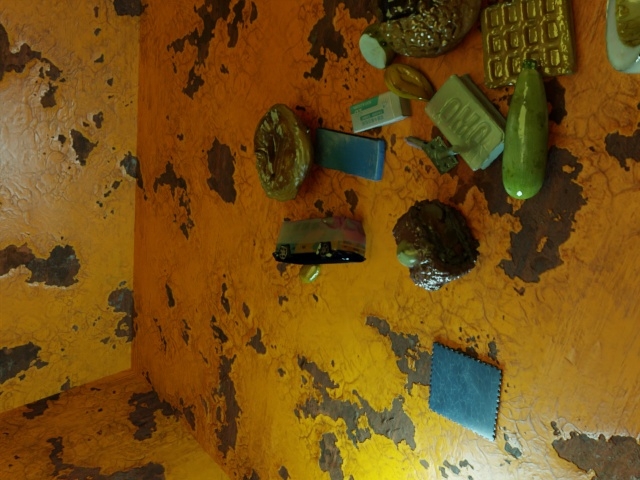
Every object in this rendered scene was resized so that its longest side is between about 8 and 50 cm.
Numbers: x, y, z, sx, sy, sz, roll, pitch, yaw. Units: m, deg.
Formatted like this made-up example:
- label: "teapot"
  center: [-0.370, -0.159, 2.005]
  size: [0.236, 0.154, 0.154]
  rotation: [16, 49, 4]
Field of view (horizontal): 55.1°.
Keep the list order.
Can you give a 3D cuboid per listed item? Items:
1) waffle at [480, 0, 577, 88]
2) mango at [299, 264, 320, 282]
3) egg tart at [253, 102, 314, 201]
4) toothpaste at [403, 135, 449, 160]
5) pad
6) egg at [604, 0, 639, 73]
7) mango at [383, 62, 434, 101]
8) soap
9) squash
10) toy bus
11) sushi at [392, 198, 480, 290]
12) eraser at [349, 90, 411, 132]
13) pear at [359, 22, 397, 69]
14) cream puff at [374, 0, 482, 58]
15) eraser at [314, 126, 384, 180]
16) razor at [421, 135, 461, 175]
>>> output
- label: "waffle"
  center: [0.543, -0.528, 1.611]
  size: [0.248, 0.055, 0.220]
  rotation: [2, 102, 47]
- label: "mango"
  center: [-0.042, 0.123, 2.436]
  size: [0.114, 0.057, 0.078]
  rotation: [-40, 60, 39]
- label: "egg tart"
  center: [-0.118, -0.337, 2.311]
  size: [0.340, 0.153, 0.351]
  rotation: [-33, 74, 51]
- label: "toothpaste"
  center: [0.331, -0.296, 1.930]
  size: [0.170, 0.028, 0.045]
  rotation: [30, 115, 37]
- label: "pad"
  center: [0.468, 0.492, 2.014]
  size: [0.269, 0.012, 0.269]
  rotation: [16, 112, 44]
- label: "egg"
  center: [0.737, -0.480, 1.337]
  size: [0.206, 0.162, 0.270]
  rotation: [86, -174, -60]
- label: "mango"
  center: [0.271, -0.486, 1.891]
  size: [0.188, 0.101, 0.066]
  rotation: [31, 167, 11]
- label: "soap"
  center: [0.429, -0.338, 1.761]
  size: [0.261, 0.094, 0.150]
  rotation: [57, 136, 21]
- label: "squash"
  center: [0.544, -0.283, 1.610]
  size: [0.118, 0.118, 0.370]
  rotation: [22, 124, 42]
- label: "toy bus"
  center: [0.000, 0.000, 2.260]
  size: [0.387, 0.171, 0.162]
  rotation: [-4, 78, 48]
- label: "sushi"
  center: [0.332, 0.013, 1.869]
  size: [0.171, 0.237, 0.270]
  rotation: [-38, 76, 55]
- label: "eraser"
  center: [0.194, -0.426, 2.025]
  size: [0.225, 0.052, 0.095]
  rotation: [-8, 92, 49]
- label: "pear"
  center: [0.195, -0.620, 1.931]
  size: [0.141, 0.104, 0.141]
  rotation: [46, 165, 16]
- label: "cream puff"
  center: [0.281, -0.677, 1.717]
  size: [0.342, 0.231, 0.327]
  rotation: [55, 139, 29]
- label: "eraser"
  center: [0.099, -0.309, 2.170]
  size: [0.312, 0.043, 0.144]
  rotation: [21, 115, 43]
- label: "razor"
  center: [0.363, -0.253, 1.767]
  size: [0.068, 0.232, 0.106]
  rotation: [-37, 92, 2]
